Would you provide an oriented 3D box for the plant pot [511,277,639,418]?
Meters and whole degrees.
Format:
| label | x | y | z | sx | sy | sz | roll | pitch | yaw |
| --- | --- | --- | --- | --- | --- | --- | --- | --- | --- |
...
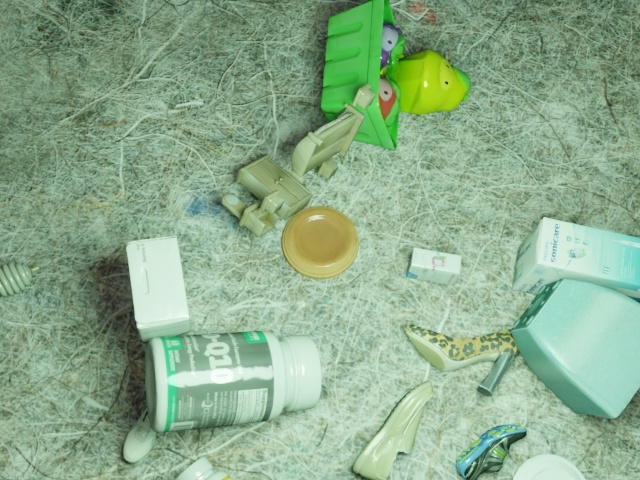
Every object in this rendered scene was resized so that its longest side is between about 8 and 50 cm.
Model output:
| label | x | y | z | sx | sy | sz | roll | pitch | yaw |
| --- | --- | --- | --- | --- | --- | --- | --- | --- | --- |
| plant pot | 0.590 | 0.221 | 1.608 | 0.252 | 0.248 | 0.247 | 39 | 81 | 6 |

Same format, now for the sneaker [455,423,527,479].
| label | x | y | z | sx | sy | sz | roll | pitch | yaw |
| --- | --- | --- | --- | --- | --- | --- | --- | --- | --- |
| sneaker | 0.399 | 0.490 | 1.636 | 0.188 | 0.067 | 0.078 | -32 | 95 | -15 |

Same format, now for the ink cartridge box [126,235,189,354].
| label | x | y | z | sx | sy | sz | roll | pitch | yaw |
| --- | --- | --- | --- | --- | --- | --- | --- | --- | --- |
| ink cartridge box | -0.368 | 0.135 | 1.621 | 0.115 | 0.273 | 0.198 | -8 | 70 | -14 |

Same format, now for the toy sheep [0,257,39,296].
| label | x | y | z | sx | sy | sz | roll | pitch | yaw |
| --- | --- | --- | --- | --- | --- | --- | --- | --- | --- |
| toy sheep | -0.755 | 0.091 | 1.734 | 0.132 | 0.091 | 0.091 | -30 | 73 | -18 |

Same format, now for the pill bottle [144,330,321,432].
| label | x | y | z | sx | sy | sz | roll | pitch | yaw |
| --- | --- | --- | --- | --- | --- | --- | --- | --- | --- |
| pill bottle | -0.195 | 0.305 | 1.570 | 0.361 | 0.204 | 0.204 | -1 | 68 | -22 |

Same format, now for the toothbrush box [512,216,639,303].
| label | x | y | z | sx | sy | sz | roll | pitch | yaw |
| --- | --- | --- | --- | --- | --- | --- | --- | --- | --- |
| toothbrush box | 0.644 | 0.066 | 1.715 | 0.296 | 0.216 | 0.126 | 14 | 70 | 3 |

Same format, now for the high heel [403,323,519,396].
| label | x | y | z | sx | sy | sz | roll | pitch | yaw |
| --- | --- | --- | --- | --- | --- | --- | --- | --- | --- |
| high heel | 0.347 | 0.235 | 1.720 | 0.261 | 0.093 | 0.186 | 33 | 62 | 12 |

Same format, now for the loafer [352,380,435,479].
| label | x | y | z | sx | sy | sz | roll | pitch | yaw |
| --- | --- | --- | --- | --- | --- | --- | --- | --- | --- |
| loafer | 0.184 | 0.442 | 1.625 | 0.092 | 0.102 | 0.268 | 39 | 82 | 11 |

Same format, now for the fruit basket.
| label | x | y | z | sx | sy | sz | roll | pitch | yaw |
| --- | --- | --- | --- | --- | --- | --- | --- | --- | --- |
| fruit basket | 0.209 | -0.439 | 1.887 | 0.393 | 0.283 | 0.391 | -6 | 67 | 15 |

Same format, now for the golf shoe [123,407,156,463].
| label | x | y | z | sx | sy | sz | roll | pitch | yaw |
| --- | --- | --- | --- | --- | --- | --- | --- | --- | --- |
| golf shoe | -0.399 | 0.423 | 1.617 | 0.069 | 0.086 | 0.176 | 27 | 72 | 7 |

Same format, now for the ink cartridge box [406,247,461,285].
| label | x | y | z | sx | sy | sz | roll | pitch | yaw |
| --- | --- | --- | --- | --- | --- | --- | --- | --- | --- |
| ink cartridge box | 0.284 | 0.066 | 1.771 | 0.123 | 0.088 | 0.052 | 11 | 66 | 2 |

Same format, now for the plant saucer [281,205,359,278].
| label | x | y | z | sx | sy | sz | roll | pitch | yaw |
| --- | --- | --- | --- | --- | --- | --- | --- | --- | --- |
| plant saucer | 0.000 | 0.000 | 1.816 | 0.200 | 0.037 | 0.199 | 0 | 69 | -1 |

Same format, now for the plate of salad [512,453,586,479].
| label | x | y | z | sx | sy | sz | roll | pitch | yaw |
| --- | --- | --- | --- | --- | --- | --- | --- | --- | --- |
| plate of salad | 0.520 | 0.588 | 1.603 | 0.200 | 0.048 | 0.199 | 4 | 71 | -11 |

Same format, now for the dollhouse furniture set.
| label | x | y | z | sx | sy | sz | roll | pitch | yaw |
| --- | --- | --- | --- | --- | --- | --- | --- | --- | --- |
| dollhouse furniture set | -0.072 | -0.231 | 1.719 | 0.174 | 0.355 | 0.303 | 40 | 44 | 12 |

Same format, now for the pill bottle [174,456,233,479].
| label | x | y | z | sx | sy | sz | roll | pitch | yaw |
| --- | --- | --- | --- | --- | --- | --- | --- | --- | --- |
| pill bottle | -0.222 | 0.582 | 1.544 | 0.118 | 0.117 | 0.208 | -39 | 75 | -15 |
